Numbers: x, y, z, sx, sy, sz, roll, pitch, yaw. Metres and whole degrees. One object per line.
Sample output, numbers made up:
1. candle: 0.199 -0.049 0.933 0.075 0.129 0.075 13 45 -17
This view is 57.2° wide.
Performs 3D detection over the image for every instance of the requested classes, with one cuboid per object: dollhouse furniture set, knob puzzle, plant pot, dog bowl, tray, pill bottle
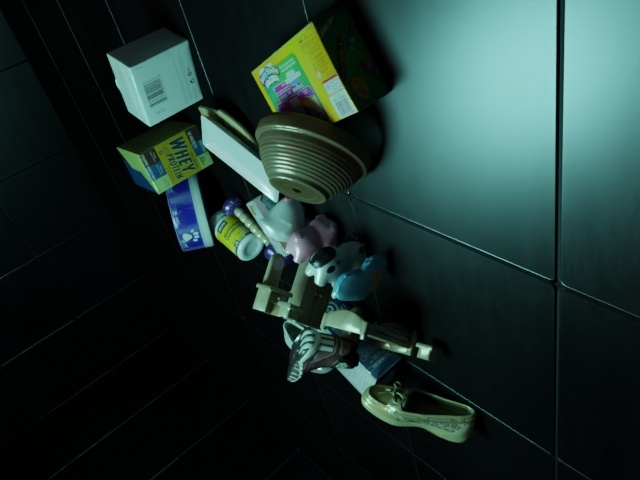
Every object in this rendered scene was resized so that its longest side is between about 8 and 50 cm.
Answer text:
1. dollhouse furniture set: 0.076 0.141 1.385 0.355 0.174 0.303 6 166 45
2. knob puzzle: -0.221 -0.273 1.553 0.213 0.030 0.213 34 155 19
3. plant pot: -0.027 -0.144 1.149 0.237 0.110 0.237 18 167 4
4. dog bowl: -0.430 -0.100 1.933 0.265 0.104 0.265 167 90 -81
5. tray: -0.203 -0.218 1.541 0.270 0.030 0.145 39 155 8
6. pill bottle: -0.271 -0.022 1.873 0.184 0.103 0.103 36 150 34

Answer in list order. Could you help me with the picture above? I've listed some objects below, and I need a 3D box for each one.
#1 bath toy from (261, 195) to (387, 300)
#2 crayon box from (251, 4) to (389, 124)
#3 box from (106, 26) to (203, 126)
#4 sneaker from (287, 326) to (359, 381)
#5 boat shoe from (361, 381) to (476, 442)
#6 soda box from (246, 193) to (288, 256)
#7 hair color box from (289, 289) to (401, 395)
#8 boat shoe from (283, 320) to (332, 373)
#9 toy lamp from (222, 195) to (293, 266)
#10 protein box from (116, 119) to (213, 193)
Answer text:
1. bath toy: 0.000 0.000 1.401 0.348 0.151 0.129 39 114 36
2. crayon box: -0.011 -0.296 1.093 0.165 0.081 0.278 60 155 -12
3. box: -0.432 -0.432 1.549 0.119 0.182 0.181 35 150 32
4. sneaker: 0.010 0.306 1.489 0.162 0.106 0.281 11 156 -8
5. boat shoe: 0.243 0.408 1.457 0.285 0.104 0.089 12 126 15
6. soda box: -0.128 -0.045 1.640 0.183 0.063 0.058 58 155 -9
7. hair color box: 0.061 0.270 1.652 0.347 0.105 0.174 43 153 23
8. boat shoe: -0.046 0.296 1.647 0.226 0.083 0.076 23 142 51
9. toy lamp: -0.185 -0.024 1.750 0.275 0.080 0.080 42 152 25
10. protein box: -0.483 -0.265 1.825 0.200 0.201 0.136 21 140 50
